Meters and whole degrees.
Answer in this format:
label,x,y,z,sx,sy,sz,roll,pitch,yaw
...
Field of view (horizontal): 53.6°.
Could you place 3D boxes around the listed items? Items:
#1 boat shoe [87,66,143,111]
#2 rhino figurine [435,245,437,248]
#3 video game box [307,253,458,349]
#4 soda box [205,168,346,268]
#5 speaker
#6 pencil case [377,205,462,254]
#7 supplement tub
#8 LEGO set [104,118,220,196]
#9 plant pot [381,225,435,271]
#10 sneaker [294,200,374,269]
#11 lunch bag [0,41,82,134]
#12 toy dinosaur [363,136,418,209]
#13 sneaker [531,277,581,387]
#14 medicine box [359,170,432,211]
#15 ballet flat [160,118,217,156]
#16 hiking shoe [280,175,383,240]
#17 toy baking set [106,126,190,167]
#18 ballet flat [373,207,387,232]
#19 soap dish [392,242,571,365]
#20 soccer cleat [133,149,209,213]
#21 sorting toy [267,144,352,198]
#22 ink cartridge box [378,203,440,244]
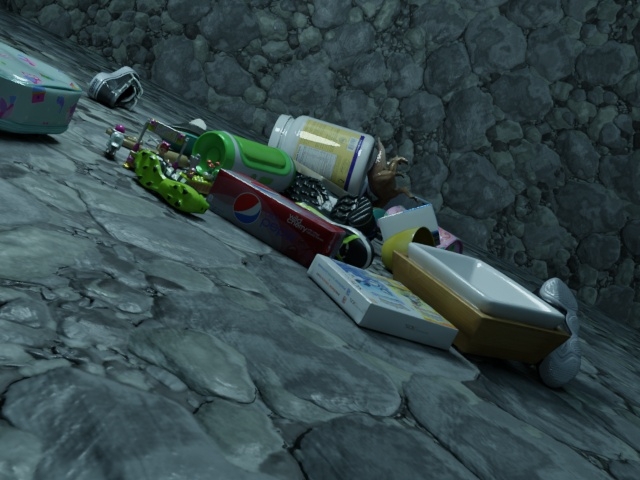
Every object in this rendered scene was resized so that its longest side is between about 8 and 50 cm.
label,x,y,z,sx,sy,sz,roll,pitch,yaw
boat shoe,-0.608,-0.467,1.962,0.105,0.113,0.306,32,12,-6
rhino figurine,0.295,0.083,1.578,0.106,0.073,0.243,-4,27,-33
video game box,0.103,0.103,1.069,0.205,0.048,0.187,20,15,-35
soda box,-0.087,-0.042,1.209,0.263,0.083,0.092,29,10,17
speaker,-0.184,-0.191,1.582,0.131,0.131,0.296,32,13,27
pencil case,0.312,-0.010,1.995,0.124,0.124,0.284,15,15,-49
supplement tub,-0.001,-0.285,2.159,0.331,0.241,0.241,18,9,6
LEGO set,-0.278,-0.165,1.271,0.287,0.107,0.132,21,12,-31
plant pot,0.202,0.033,1.511,0.095,0.134,0.134,2,-7,36
sneaker,0.000,0.000,1.313,0.234,0.084,0.097,31,34,27
lunch bag,-0.573,-0.274,1.061,0.279,0.108,0.224,26,15,4
toy dinosaur,0.206,-0.194,2.183,0.127,0.200,0.296,-119,-172,-55
sneaker,0.436,0.202,1.285,0.101,0.153,0.269,42,42,-15
medicine box,0.244,-0.163,2.501,0.289,0.149,0.263,15,15,-46
ballet flat,-0.311,-0.262,1.704,0.280,0.095,0.096,26,48,-42
hiking shoe,0.017,-0.073,1.673,0.304,0.113,0.132,26,-23,37
toy baking set,-0.389,-0.223,1.506,0.196,0.030,0.256,34,12,34
ballet flat,0.224,-0.053,2.166,0.232,0.080,0.073,21,-17,-41
soap dish,0.289,0.119,1.208,0.229,0.118,0.291,14,15,-31
soccer cleat,-0.270,-0.100,1.133,0.179,0.060,0.072,40,5,29
sorting toy,-0.024,-0.155,1.888,0.255,0.089,0.257,34,5,38
ink cartridge box,0.238,-0.023,1.658,0.190,0.139,0.082,41,34,-73
